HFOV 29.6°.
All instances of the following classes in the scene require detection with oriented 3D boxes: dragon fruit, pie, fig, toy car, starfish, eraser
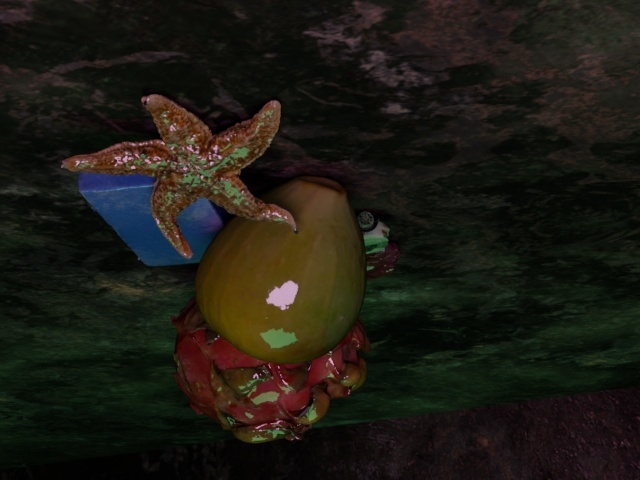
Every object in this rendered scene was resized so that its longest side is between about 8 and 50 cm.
[{"bbox_3d":[-0.063,0.171,1.775,0.291,0.269,0.250,-3,-170,33],"label":"dragon fruit"},{"bbox_3d":[0.042,0.026,1.724,0.154,0.036,0.154,-2,161,-1],"label":"pie"},{"bbox_3d":[-0.034,0.037,1.472,0.207,0.230,0.207,36,175,4],"label":"fig"},{"bbox_3d":[0.000,0.000,1.602,0.186,0.058,0.093,-1,164,-5],"label":"toy car"},{"bbox_3d":[-0.131,-0.076,1.288,0.277,0.062,0.236,19,132,-23],"label":"starfish"},{"bbox_3d":[-0.187,-0.032,1.502,0.144,0.043,0.312,-5,162,6],"label":"eraser"}]
